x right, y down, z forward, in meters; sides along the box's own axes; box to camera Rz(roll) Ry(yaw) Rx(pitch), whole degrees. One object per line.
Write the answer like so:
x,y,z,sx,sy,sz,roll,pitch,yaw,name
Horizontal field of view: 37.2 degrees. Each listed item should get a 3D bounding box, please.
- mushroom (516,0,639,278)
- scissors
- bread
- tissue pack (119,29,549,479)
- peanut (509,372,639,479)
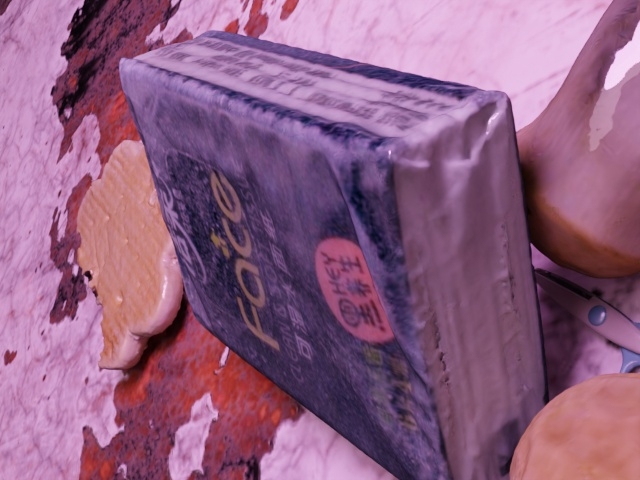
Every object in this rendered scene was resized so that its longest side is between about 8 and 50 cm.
0.208,-0.109,0.441,0.328,0.122,0.159,-51,31,24,mushroom
0.157,0.045,0.521,0.119,0.014,0.058,39,104,48,scissors
-0.180,-0.001,0.939,0.182,0.039,0.250,-49,42,25,bread
0.000,0.000,0.591,0.316,0.103,0.227,27,136,53,tissue pack
0.177,0.158,0.352,0.313,0.149,0.149,38,104,56,peanut
